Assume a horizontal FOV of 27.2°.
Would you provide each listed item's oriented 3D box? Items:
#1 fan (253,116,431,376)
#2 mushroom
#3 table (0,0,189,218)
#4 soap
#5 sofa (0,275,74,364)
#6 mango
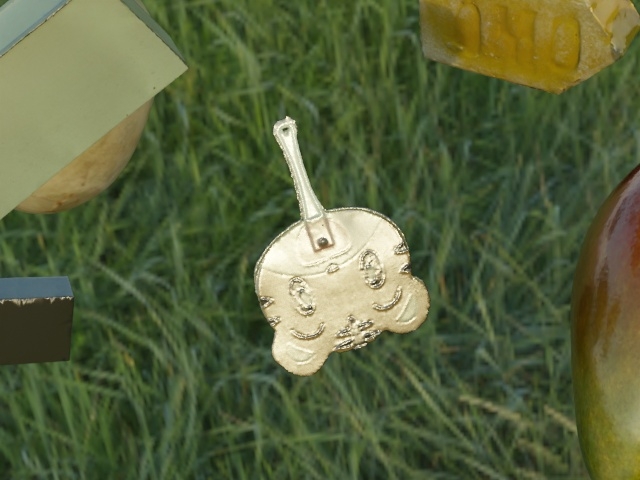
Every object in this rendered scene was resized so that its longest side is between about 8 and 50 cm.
[{"bbox_3d":[0.000,0.000,1.165,0.153,0.226,0.008,-21,14,-4],"label":"fan"},{"bbox_3d":[-0.240,-0.135,1.162,0.178,0.226,0.226,13,30,-18],"label":"mushroom"},{"bbox_3d":[-0.239,-0.115,0.970,0.240,0.121,0.111,-38,53,6],"label":"table"},{"bbox_3d":[0.247,-0.263,1.573,0.258,0.160,0.080,18,53,23],"label":"soap"},{"bbox_3d":[-0.335,0.082,1.380,0.147,0.085,0.060,-2,27,-22],"label":"sofa"},{"bbox_3d":[0.257,0.052,1.006,0.129,0.146,0.289,21,60,-9],"label":"mango"}]
